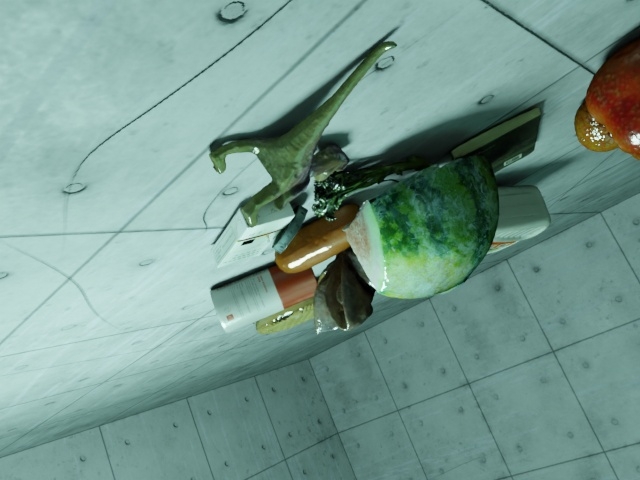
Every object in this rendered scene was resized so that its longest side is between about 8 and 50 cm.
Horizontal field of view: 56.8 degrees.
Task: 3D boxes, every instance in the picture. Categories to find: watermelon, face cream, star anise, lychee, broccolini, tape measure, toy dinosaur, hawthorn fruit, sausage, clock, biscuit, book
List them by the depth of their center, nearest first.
[{"bbox_3d":[-0.024,-0.114,0.686,0.199,0.072,0.251,-30,156,-14],"label":"toy dinosaur"},{"bbox_3d":[0.524,-0.227,0.853,0.243,0.207,0.207,-43,159,22],"label":"hawthorn fruit"},{"bbox_3d":[-0.049,-0.019,0.942,0.085,0.017,0.085,-55,-169,16],"label":"clock"},{"bbox_3d":[0.090,-0.086,0.958,0.271,0.062,0.123,-15,173,-39],"label":"broccolini"},{"bbox_3d":[0.200,-0.043,0.980,0.305,0.180,0.224,-23,126,-29],"label":"watermelon"},{"bbox_3d":[0.507,-0.211,1.039,0.140,0.115,0.101,12,172,-36],"label":"lychee"},{"bbox_3d":[0.000,0.000,1.070,0.197,0.076,0.076,-28,165,22],"label":"sausage"},{"bbox_3d":[0.320,-0.162,1.080,0.160,0.024,0.228,-27,165,12],"label":"book"},{"bbox_3d":[0.086,0.046,1.131,0.315,0.108,0.315,-47,-171,9],"label":"star anise"},{"bbox_3d":[-0.115,0.110,1.243,0.214,0.096,0.096,-22,166,-6],"label":"face cream"},{"bbox_3d":[0.392,-0.046,1.410,0.258,0.130,0.265,-8,164,-33],"label":"tape measure"},{"bbox_3d":[-0.071,0.182,1.603,0.259,0.079,0.259,-21,166,-6],"label":"biscuit"}]

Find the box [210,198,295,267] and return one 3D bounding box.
[{"bbox_3d":[-0.109,-0.011,0.927,0.083,0.040,0.154,-14,163,-32],"label":"box"}]
